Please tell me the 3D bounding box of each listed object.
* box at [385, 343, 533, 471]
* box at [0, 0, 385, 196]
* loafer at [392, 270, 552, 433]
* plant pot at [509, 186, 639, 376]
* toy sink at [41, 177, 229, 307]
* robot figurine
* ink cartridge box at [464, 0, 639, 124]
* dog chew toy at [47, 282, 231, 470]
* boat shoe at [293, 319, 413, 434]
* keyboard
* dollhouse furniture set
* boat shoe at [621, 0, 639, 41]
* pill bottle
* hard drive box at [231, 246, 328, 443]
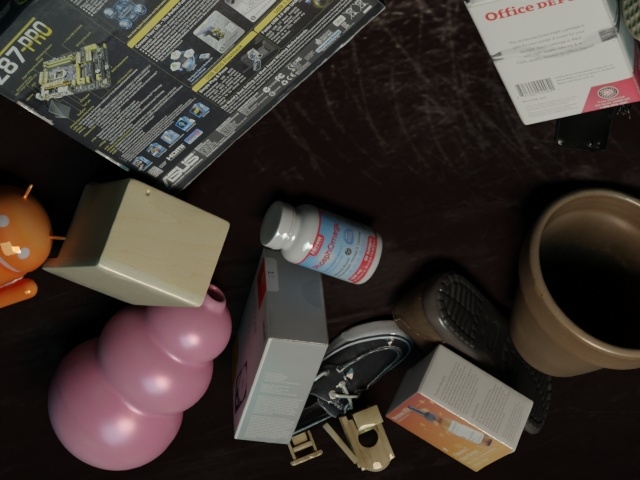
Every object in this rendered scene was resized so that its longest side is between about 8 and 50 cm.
[{"bbox_3d":[0.208,0.254,1.875,0.170,0.091,0.130,31,149,-4],"label":"box"},{"bbox_3d":[-0.172,-0.258,1.474,0.318,0.097,0.395,30,124,-34],"label":"box"},{"bbox_3d":[0.241,0.173,1.952,0.130,0.134,0.366,-8,134,42],"label":"loafer"},{"bbox_3d":[0.380,0.088,1.809,0.263,0.263,0.229,7,152,-14],"label":"plant pot"},{"bbox_3d":[-0.250,0.003,1.669,0.152,0.131,0.234,25,166,-26],"label":"toy sink"},{"bbox_3d":[-0.454,0.003,1.670,0.219,0.158,0.128,-24,155,16],"label":"robot figurine"},{"bbox_3d":[0.286,-0.258,1.513,0.158,0.092,0.218,-10,139,26],"label":"ink cartridge box"},{"bbox_3d":[-0.253,0.187,1.837,0.206,0.207,0.332,29,116,-31],"label":"dog chew toy"},{"bbox_3d":[0.021,0.230,1.973,0.301,0.102,0.108,-28,131,19],"label":"boat shoe"},{"bbox_3d":[0.371,-0.200,1.656,0.100,0.038,0.192,13,137,13],"label":"keyboard"},{"bbox_3d":[0.030,0.340,1.999,0.161,0.101,0.182,-22,173,-4],"label":"dollhouse furniture set"},{"bbox_3d":[0.510,-0.411,1.343,0.156,0.187,0.500,18,120,-27],"label":"boat shoe"},{"bbox_3d":[0.000,0.000,1.754,0.160,0.087,0.087,19,129,-24],"label":"pill bottle"},{"bbox_3d":[-0.064,0.156,1.836,0.089,0.181,0.232,8,132,-13],"label":"hard drive box"}]
